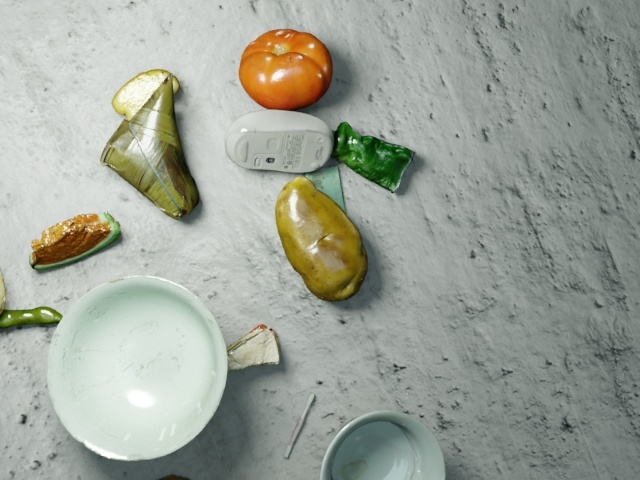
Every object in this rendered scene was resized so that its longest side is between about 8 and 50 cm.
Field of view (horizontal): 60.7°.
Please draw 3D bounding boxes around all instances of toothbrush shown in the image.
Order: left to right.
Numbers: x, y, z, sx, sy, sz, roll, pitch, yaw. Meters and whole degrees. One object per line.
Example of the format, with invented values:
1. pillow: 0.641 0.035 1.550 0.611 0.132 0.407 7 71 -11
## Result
1. toothbrush: -0.061 0.521 1.547 0.014 0.017 0.194 25 83 -10

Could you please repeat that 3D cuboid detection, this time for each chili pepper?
1. chili pepper: 0.126 -0.256 1.583 0.270 0.099 0.136 25 108 -15

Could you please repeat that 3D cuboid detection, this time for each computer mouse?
1. computer mouse: -0.115 -0.277 1.506 0.296 0.184 0.121 -5 49 -11

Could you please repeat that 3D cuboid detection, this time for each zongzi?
1. zongzi: -0.387 -0.242 1.427 0.286 0.138 0.300 40 102 -8

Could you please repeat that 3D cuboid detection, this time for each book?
1. book: 0.011 -0.143 1.592 0.103 0.017 0.135 -9 90 -12

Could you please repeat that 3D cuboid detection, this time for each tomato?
1. tomato: -0.092 -0.455 1.491 0.259 0.180 0.260 -7 50 9

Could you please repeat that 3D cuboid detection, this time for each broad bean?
1. broad bean: -0.793 0.201 1.406 0.256 0.053 0.052 -3 46 -13

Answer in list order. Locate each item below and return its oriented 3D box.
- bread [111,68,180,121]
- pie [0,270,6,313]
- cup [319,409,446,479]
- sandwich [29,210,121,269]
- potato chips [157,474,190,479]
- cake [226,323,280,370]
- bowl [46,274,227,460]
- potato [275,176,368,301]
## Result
1. bread: -0.459 -0.377 1.490 0.187 0.065 0.149 -36 102 -2
2. pie: -0.938 0.144 1.337 0.315 0.092 0.315 -1 79 3
3. cup: 0.152 0.625 1.510 0.347 0.163 0.347 0 88 -12
4. sandwich: -0.650 -0.006 1.401 0.235 0.159 0.079 -30 71 10
5. potato chips: -0.421 0.723 1.454 0.201 0.049 0.150 -28 98 -17
6. cake: -0.217 0.292 1.492 0.220 0.086 0.117 -2 88 -11
7. bowl: -0.434 0.308 1.381 0.434 0.196 0.435 0 85 -1
8. potato: 0.000 0.000 1.514 0.195 0.176 0.369 -28 95 30
